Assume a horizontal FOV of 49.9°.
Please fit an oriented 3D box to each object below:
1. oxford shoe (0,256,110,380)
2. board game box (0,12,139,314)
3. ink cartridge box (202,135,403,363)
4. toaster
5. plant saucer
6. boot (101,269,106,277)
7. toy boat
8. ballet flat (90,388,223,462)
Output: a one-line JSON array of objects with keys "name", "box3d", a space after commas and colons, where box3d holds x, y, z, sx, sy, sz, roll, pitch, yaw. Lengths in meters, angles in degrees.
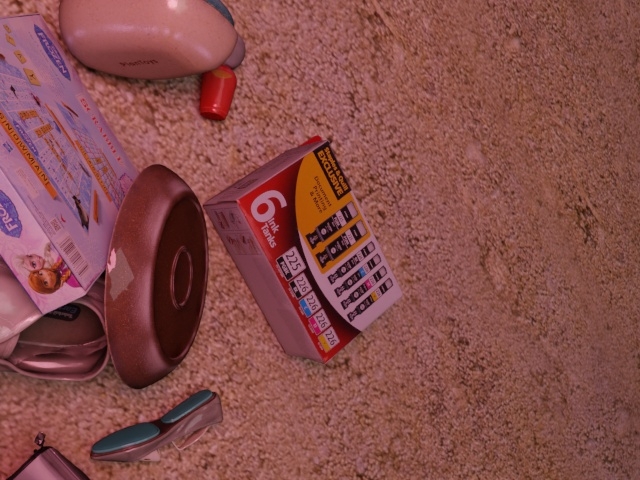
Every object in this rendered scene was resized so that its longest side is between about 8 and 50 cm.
[{"name": "oxford shoe", "box3d": [-0.434, 0.083, 0.791, 0.449, 0.130, 0.169, 14, 118, -37]}, {"name": "board game box", "box3d": [-0.348, -0.116, 0.856, 0.065, 0.318, 0.319, -25, 107, 11]}, {"name": "ink cartridge box", "box3d": [0.000, 0.000, 1.179, 0.271, 0.130, 0.310, -38, 110, -29]}, {"name": "toaster", "box3d": [-0.369, 0.370, 0.899, 0.110, 0.186, 0.168, 34, 63, 18]}, {"name": "plant saucer", "box3d": [-0.212, 0.050, 0.956, 0.050, 0.310, 0.311, 3, 88, 7]}, {"name": "boot", "box3d": [-0.346, 0.096, 0.986, 0.197, 0.073, 0.153, -2, 95, -31]}, {"name": "toy boat", "box3d": [-0.215, -0.296, 1.002, 0.318, 0.267, 0.148, 27, 71, -63]}, {"name": "ballet flat", "box3d": [-0.242, 0.302, 1.055, 0.213, 0.072, 0.068, -22, 107, -32]}]
